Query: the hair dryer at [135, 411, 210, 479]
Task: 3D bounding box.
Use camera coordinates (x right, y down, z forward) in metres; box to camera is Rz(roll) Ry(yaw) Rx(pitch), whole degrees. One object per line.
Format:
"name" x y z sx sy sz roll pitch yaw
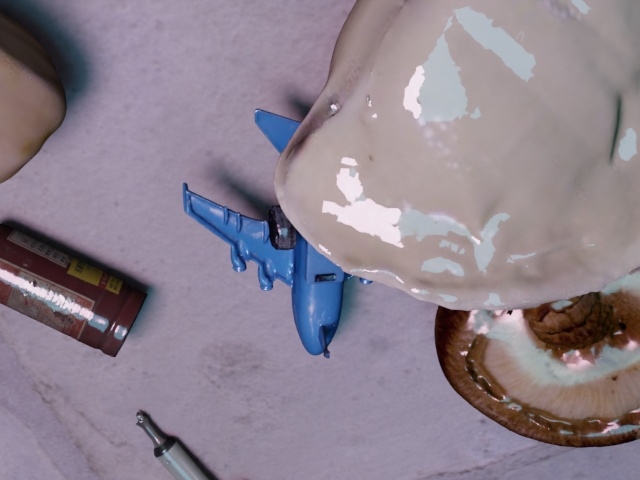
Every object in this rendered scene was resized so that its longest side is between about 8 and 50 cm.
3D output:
"hair dryer" -0.151 0.271 1.153 0.100 0.057 0.197 -32 102 20

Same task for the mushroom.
"mushroom" 0.245 0.061 0.941 0.297 0.163 0.278 -30 119 19

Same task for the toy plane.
"toy plane" 0.000 0.000 0.965 0.254 0.105 0.271 -4 114 -9

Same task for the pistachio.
"pistachio" -0.362 -0.146 0.874 0.288 0.166 0.197 19 155 -8

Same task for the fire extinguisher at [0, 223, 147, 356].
"fire extinguisher" -0.306 0.043 1.010 0.252 0.106 0.075 27 136 -9

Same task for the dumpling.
"dumpling" 0.161 -0.107 0.782 0.395 0.233 0.315 -42 78 -7
